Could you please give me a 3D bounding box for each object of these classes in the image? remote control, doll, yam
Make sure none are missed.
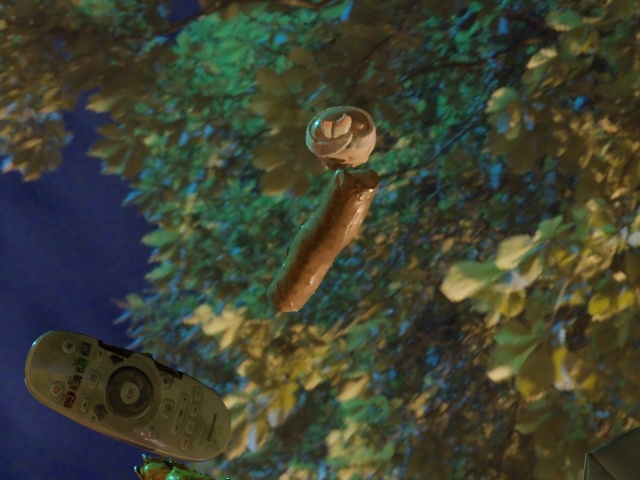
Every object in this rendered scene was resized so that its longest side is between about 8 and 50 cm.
[{"bbox_3d":[-0.199,0.166,1.204,0.256,0.097,0.045,32,-30,-33],"label":"remote control"},{"bbox_3d":[0.022,-0.101,1.212,0.073,0.127,0.084,4,-94,11],"label":"doll"},{"bbox_3d":[0.000,0.000,1.223,0.057,0.057,0.241,42,-40,9],"label":"yam"}]

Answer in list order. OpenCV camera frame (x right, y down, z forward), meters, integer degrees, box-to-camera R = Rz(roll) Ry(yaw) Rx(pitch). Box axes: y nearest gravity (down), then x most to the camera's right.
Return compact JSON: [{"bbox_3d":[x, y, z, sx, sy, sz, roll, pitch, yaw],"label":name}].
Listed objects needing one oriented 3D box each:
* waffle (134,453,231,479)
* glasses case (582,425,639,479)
[{"bbox_3d":[-0.085,0.414,1.649,0.379,0.095,0.382,21,-17,20],"label":"waffle"},{"bbox_3d":[0.349,0.214,1.069,0.105,0.266,0.056,48,-48,28],"label":"glasses case"}]
